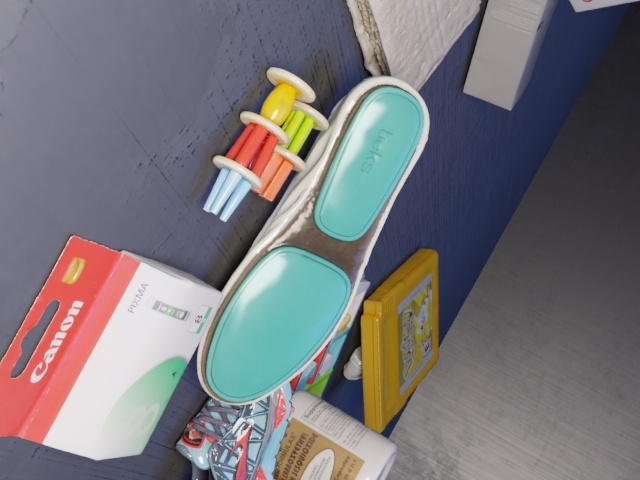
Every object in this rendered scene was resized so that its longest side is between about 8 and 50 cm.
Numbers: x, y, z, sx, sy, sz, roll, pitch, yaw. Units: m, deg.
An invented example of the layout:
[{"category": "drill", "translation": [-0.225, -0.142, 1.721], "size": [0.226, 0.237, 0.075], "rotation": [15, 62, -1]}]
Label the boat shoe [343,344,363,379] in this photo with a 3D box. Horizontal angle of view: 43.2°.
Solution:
[{"category": "boat shoe", "translation": [0.100, 0.253, 1.710], "size": [0.063, 0.066, 0.184], "rotation": [-50, 172, 20]}]

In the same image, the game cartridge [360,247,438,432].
[{"category": "game cartridge", "translation": [0.174, 0.202, 1.702], "size": [0.323, 0.052, 0.285], "rotation": [-38, 129, -56]}]

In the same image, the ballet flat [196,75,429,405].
[{"category": "ballet flat", "translation": [-0.011, -0.002, 0.912], "size": [0.400, 0.139, 0.139], "rotation": [-60, 163, 5]}]

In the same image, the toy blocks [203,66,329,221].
[{"category": "toy blocks", "translation": [-0.056, -0.078, 0.790], "size": [0.148, 0.054, 0.123], "rotation": [-60, 162, -8]}]

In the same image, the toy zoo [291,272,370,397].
[{"category": "toy zoo", "translation": [0.004, 0.167, 1.357], "size": [0.192, 0.030, 0.293], "rotation": [-18, 132, -66]}]

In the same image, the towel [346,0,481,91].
[{"category": "towel", "translation": [0.115, -0.288, 0.946], "size": [0.187, 0.049, 0.282], "rotation": [-54, 159, -8]}]

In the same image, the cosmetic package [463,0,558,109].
[{"category": "cosmetic package", "translation": [0.337, -0.363, 1.404], "size": [0.127, 0.107, 0.238], "rotation": [-51, 156, -40]}]

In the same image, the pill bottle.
[{"category": "pill bottle", "translation": [-0.021, 0.284, 1.127], "size": [0.131, 0.229, 0.131], "rotation": [-53, 160, -28]}]

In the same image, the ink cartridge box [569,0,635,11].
[{"category": "ink cartridge box", "translation": [0.493, -0.476, 1.195], "size": [0.223, 0.307, 0.129], "rotation": [34, 64, -46]}]

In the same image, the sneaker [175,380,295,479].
[{"category": "sneaker", "translation": [-0.113, 0.243, 1.008], "size": [0.125, 0.104, 0.262], "rotation": [7, 93, -38]}]

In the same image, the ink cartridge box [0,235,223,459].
[{"category": "ink cartridge box", "translation": [-0.182, 0.102, 0.704], "size": [0.181, 0.056, 0.224], "rotation": [-62, 164, -3]}]
